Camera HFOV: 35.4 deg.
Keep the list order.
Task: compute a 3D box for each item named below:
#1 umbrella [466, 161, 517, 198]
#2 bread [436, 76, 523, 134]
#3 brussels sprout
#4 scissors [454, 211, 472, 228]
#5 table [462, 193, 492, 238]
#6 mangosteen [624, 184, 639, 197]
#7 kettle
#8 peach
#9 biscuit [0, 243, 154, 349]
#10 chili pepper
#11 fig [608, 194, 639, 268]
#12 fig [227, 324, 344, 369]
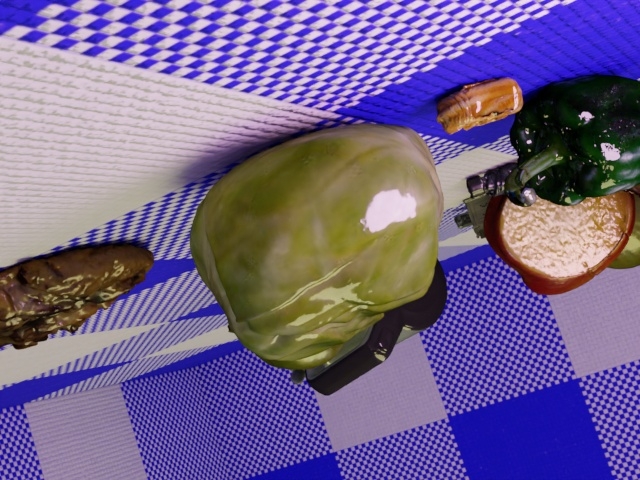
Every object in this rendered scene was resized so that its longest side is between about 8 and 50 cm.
[{"bbox_3d":[0.368,-0.117,1.761,0.224,0.071,0.080,-15,144,8],"label":"umbrella"},{"bbox_3d":[0.186,-0.157,1.183,0.110,0.044,0.083,-16,173,-34],"label":"bread"},{"bbox_3d":[0.000,0.000,1.145,0.328,0.247,0.328,-15,169,-3],"label":"brussels sprout"},{"bbox_3d":[0.408,-0.072,2.206,0.289,0.041,0.138,-14,178,-30],"label":"scissors"},{"bbox_3d":[0.343,-0.054,2.041,0.079,0.083,0.062,-20,172,17],"label":"table"},{"bbox_3d":[0.550,-0.157,1.638,0.180,0.166,0.166,-42,177,-14],"label":"mangosteen"},{"bbox_3d":[0.063,0.180,2.205,0.376,0.250,0.361,-32,-159,48],"label":"kettle"},{"bbox_3d":[0.450,-0.048,1.884,0.274,0.249,0.245,-36,-158,12],"label":"peach"},{"bbox_3d":[-0.392,0.090,1.427,0.334,0.081,0.289,-25,170,30],"label":"biscuit"},{"bbox_3d":[0.325,-0.124,1.299,0.261,0.165,0.174,-17,-170,-31],"label":"chili pepper"},{"bbox_3d":[0.626,-0.061,2.142,0.239,0.239,0.271,-24,151,35],"label":"fig"},{"bbox_3d":[-0.103,0.165,2.043,0.314,0.233,0.233,-16,173,25],"label":"fig"}]
